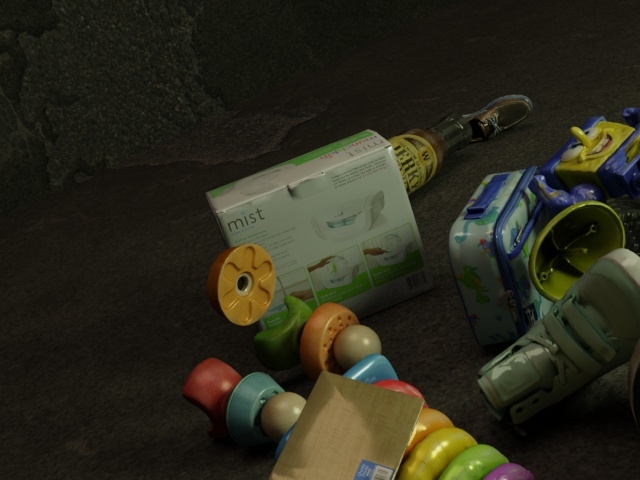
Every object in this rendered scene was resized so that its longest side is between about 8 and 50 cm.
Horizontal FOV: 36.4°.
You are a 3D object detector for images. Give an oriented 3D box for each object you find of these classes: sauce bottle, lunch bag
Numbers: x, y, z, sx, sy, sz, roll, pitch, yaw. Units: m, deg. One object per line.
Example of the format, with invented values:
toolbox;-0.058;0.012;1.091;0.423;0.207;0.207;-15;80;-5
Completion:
sauce bottle;0.147;-0.139;1.786;0.344;0.111;0.111;-35;25;-33
lunch bag;0.236;0.014;1.211;0.090;0.176;0.219;-8;22;30

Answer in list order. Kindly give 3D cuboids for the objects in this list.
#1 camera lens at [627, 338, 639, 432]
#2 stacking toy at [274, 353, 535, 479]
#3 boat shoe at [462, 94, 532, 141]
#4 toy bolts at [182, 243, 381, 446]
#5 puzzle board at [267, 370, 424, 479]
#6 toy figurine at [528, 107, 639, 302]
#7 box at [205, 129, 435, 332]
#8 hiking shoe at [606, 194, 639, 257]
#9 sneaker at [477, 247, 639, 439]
camera lens;0.399;0.088;0.806;0.219;0.219;0.274;-1;27;41
stacking toy;0.122;0.230;0.832;0.301;0.175;0.165;16;42;40
boat shoe;0.334;-0.230;1.933;0.183;0.066;0.066;-22;22;24
toy bolts;-0.049;0.134;1.167;0.158;0.218;0.228;7;50;40
puzzle board;0.022;0.172;0.812;0.096;0.011;0.128;13;48;18
toy figurine;0.348;-0.053;1.178;0.362;0.191;0.217;-46;23;-11
box;0.000;0.000;1.388;0.262;0.231;0.127;-23;20;-6
hiking shoe;0.390;-0.009;1.292;0.226;0.086;0.114;-22;10;-33
sneaker;0.235;0.111;0.945;0.151;0.094;0.256;-28;-23;-19
